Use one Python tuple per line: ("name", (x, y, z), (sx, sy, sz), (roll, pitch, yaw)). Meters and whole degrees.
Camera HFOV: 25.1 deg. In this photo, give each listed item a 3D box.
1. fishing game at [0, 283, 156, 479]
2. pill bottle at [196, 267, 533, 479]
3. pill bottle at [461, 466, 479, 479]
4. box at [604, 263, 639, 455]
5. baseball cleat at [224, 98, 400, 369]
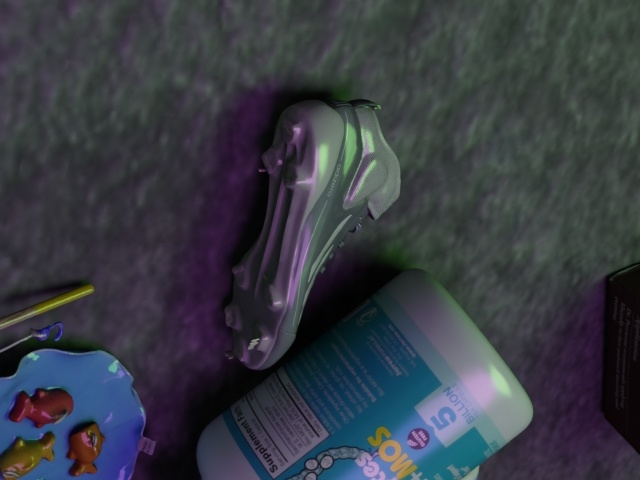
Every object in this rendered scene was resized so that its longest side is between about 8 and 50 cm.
("fishing game", (-0.192, 0.161, 0.985), (0.189, 0.041, 0.264), (-18, 125, -36))
("pill bottle", (0.013, 0.151, 1.048), (0.264, 0.146, 0.146), (-38, 132, 0))
("pill bottle", (0.087, 0.227, 1.187), (0.078, 0.078, 0.137), (-13, 127, -22))
("box", (0.357, 0.118, 1.182), (0.167, 0.203, 0.168), (-20, 129, -17))
("baseball cleat", (0.000, 0.000, 0.987), (0.109, 0.072, 0.206), (-7, 128, -33))
